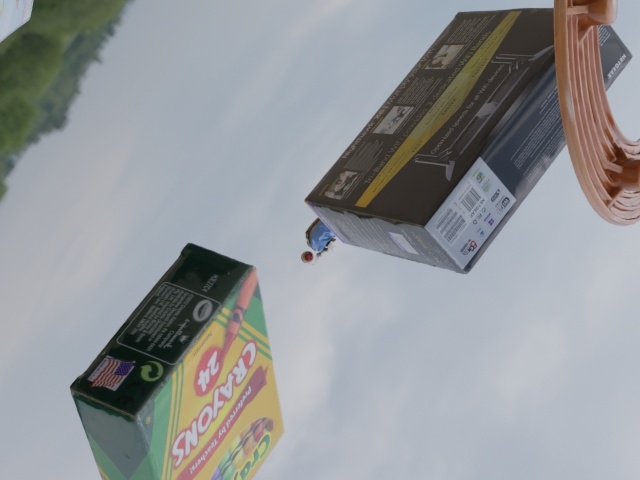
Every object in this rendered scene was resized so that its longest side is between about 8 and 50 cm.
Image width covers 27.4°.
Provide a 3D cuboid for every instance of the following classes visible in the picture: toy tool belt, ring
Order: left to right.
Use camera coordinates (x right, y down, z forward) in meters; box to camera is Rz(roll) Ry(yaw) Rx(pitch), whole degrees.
[{"bbox_3d":[0.000,0.000,2.109,0.083,0.052,0.051,-61,-160,-7],"label":"toy tool belt"},{"bbox_3d":[0.233,-0.176,0.908,0.032,0.336,0.336,5,-128,30],"label":"ring"}]

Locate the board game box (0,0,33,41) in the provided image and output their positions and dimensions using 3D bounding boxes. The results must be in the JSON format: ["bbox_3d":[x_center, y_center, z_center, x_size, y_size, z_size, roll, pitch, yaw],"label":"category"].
[{"bbox_3d":[-0.244,-0.306,0.978,0.318,0.066,0.318,-104,-154,-74],"label":"board game box"}]

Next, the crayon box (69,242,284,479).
[{"bbox_3d":[-0.126,0.185,1.301,0.202,0.081,0.318,-54,152,-35],"label":"crayon box"}]

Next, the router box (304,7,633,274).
[{"bbox_3d":[0.155,-0.118,1.430,0.309,0.081,0.243,-51,-152,-13],"label":"router box"}]
